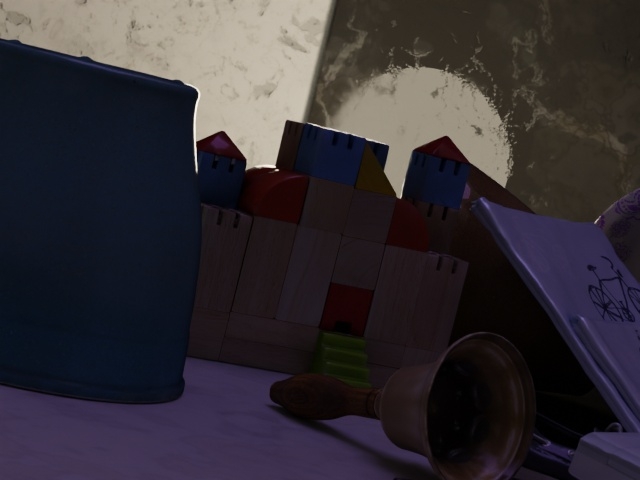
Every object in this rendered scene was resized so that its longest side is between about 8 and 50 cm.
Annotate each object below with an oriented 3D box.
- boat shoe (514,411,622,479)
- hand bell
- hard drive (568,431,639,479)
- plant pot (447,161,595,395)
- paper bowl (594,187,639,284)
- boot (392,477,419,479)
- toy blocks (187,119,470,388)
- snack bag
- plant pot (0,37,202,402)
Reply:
[{"bbox_3d":[0.227,0.179,1.413,0.206,0.065,0.075,16,1,4],"label":"boat shoe"},{"bbox_3d":[0.042,0.131,1.399,0.126,0.126,0.242,10,-6,-43],"label":"hand bell"},{"bbox_3d":[0.356,0.219,1.242,0.307,0.040,0.203,26,11,38],"label":"hard drive"},{"bbox_3d":[0.213,0.070,1.976,0.254,0.237,0.237,29,2,-8],"label":"plant pot"},{"bbox_3d":[0.450,0.070,2.061,0.284,0.284,0.148,16,7,28],"label":"paper bowl"},{"bbox_3d":[0.109,0.184,1.178,0.114,0.037,0.106,15,-10,-27],"label":"boot"},{"bbox_3d":[0.000,0.000,1.719,0.381,0.261,0.191,12,5,-24],"label":"toy blocks"},{"bbox_3d":[0.328,0.093,1.838,0.323,0.037,0.342,8,44,-57],"label":"snack bag"},{"bbox_3d":[-0.217,-0.027,1.421,0.272,0.255,0.271,13,5,-1],"label":"plant pot"}]
